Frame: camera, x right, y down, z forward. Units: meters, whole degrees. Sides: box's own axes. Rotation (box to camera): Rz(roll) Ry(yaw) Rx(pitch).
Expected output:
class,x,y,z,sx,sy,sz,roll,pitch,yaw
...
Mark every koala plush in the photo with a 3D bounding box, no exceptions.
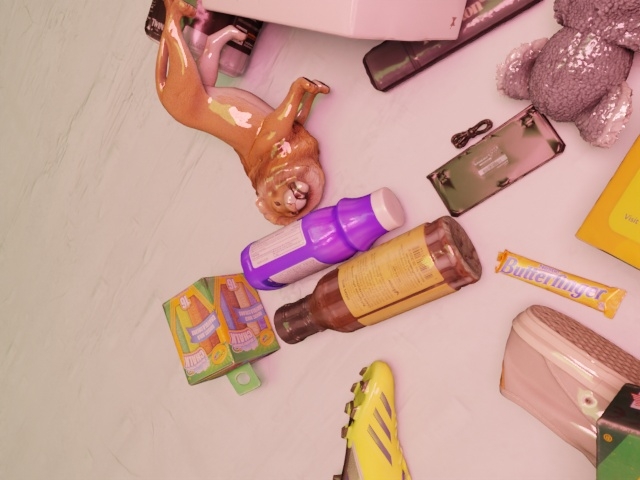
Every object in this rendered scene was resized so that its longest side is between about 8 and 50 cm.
class,x,y,z,sx,sy,sz,roll,pitch,yaw
koala plush,0.324,-0.237,0.549,0.196,0.203,0.221,45,124,25

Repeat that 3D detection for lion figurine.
class,x,y,z,sx,sy,sz,roll,pitch,yaw
lion figurine,-0.142,-0.209,0.798,0.392,0.142,0.240,34,112,-1

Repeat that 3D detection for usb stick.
class,x,y,z,sx,sy,sz,roll,pitch,yaw
usb stick,0.190,-0.316,0.705,0.278,0.045,0.077,-23,77,30

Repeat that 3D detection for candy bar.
class,x,y,z,sx,sy,sz,roll,pitch,yaw
candy bar,0.316,0.055,0.640,0.162,0.018,0.040,23,102,30

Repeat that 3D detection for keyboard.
class,x,y,z,sx,sy,sz,roll,pitch,yaw
keyboard,0.242,-0.123,0.686,0.180,0.023,0.108,-35,79,27

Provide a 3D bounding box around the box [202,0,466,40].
class,x,y,z,sx,sy,sz,roll,pitch,yaw
box,0.009,-0.393,0.663,0.345,0.215,0.168,32,128,39

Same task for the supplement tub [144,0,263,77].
class,x,y,z,sx,sy,sz,roll,pitch,yaw
supplement tub,-0.176,-0.478,0.851,0.194,0.194,0.315,34,107,28

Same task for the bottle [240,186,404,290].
class,x,y,z,sx,sy,sz,roll,pitch,yaw
bottle,0.000,0.000,0.782,0.283,0.118,0.092,-26,76,31

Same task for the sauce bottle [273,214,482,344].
class,x,y,z,sx,sy,sz,roll,pitch,yaw
sauce bottle,0.070,0.077,0.741,0.345,0.111,0.111,-27,76,29

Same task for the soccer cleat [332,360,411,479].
class,x,y,z,sx,sy,sz,roll,pitch,yaw
soccer cleat,0.091,0.336,0.759,0.121,0.093,0.288,10,91,2

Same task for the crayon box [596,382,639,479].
class,x,y,z,sx,sy,sz,roll,pitch,yaw
crayon box,0.354,0.307,0.400,0.202,0.081,0.318,6,110,48

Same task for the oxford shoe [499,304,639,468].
class,x,y,z,sx,sy,sz,roll,pitch,yaw
oxford shoe,0.390,0.248,0.511,0.449,0.169,0.130,38,112,32

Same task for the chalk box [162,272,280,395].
class,x,y,z,sx,sy,sz,roll,pitch,yaw
chalk box,-0.179,0.184,0.887,0.132,0.132,0.212,-33,73,29

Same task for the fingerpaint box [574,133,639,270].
class,x,y,z,sx,sy,sz,roll,pitch,yaw
fingerpaint box,0.502,-0.050,0.334,0.370,0.163,0.445,-65,32,15
